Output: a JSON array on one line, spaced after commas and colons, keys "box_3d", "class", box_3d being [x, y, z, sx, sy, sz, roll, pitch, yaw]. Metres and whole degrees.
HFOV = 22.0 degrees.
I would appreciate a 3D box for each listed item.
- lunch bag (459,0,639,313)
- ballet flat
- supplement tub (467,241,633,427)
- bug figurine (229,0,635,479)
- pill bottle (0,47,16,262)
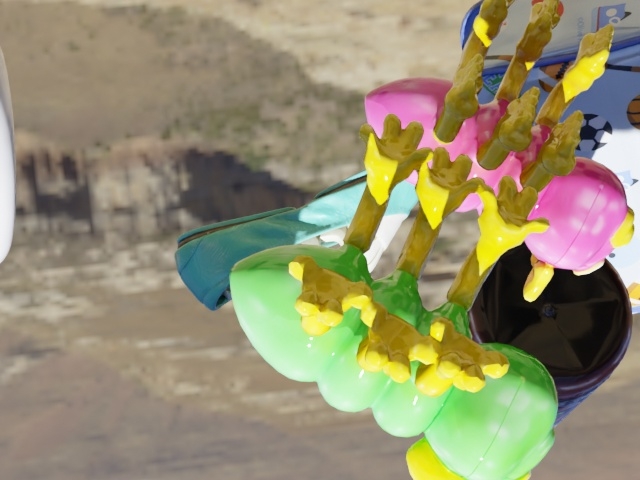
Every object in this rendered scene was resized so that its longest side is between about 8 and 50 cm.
[{"box_3d": [0.246, -0.069, 1.258, 0.243, 0.115, 0.303, -12, 133, 19], "class": "lunch bag"}, {"box_3d": [0.000, 0.000, 1.417, 0.247, 0.087, 0.083, -20, 169, -2], "class": "ballet flat"}, {"box_3d": [0.120, 0.073, 1.043, 0.106, 0.106, 0.198, -6, 160, -11], "class": "supplement tub"}, {"box_3d": [0.090, 0.032, 0.455, 0.072, 0.216, 0.279, -57, 180, 35], "class": "bug figurine"}, {"box_3d": [-0.310, -0.047, 0.917, 0.264, 0.146, 0.146, -4, 177, -17], "class": "pill bottle"}]
